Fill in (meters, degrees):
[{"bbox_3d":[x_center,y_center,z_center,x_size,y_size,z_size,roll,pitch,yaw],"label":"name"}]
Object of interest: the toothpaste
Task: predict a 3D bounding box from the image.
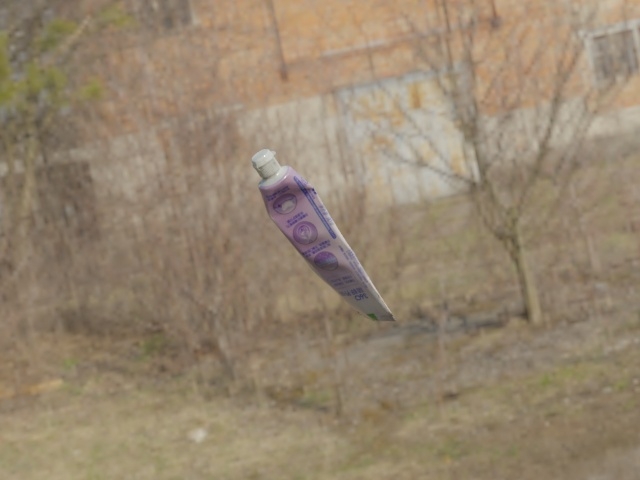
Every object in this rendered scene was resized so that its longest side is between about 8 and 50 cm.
[{"bbox_3d":[0.000,0.000,1.724,0.075,0.301,0.048,-20,27,32],"label":"toothpaste"}]
